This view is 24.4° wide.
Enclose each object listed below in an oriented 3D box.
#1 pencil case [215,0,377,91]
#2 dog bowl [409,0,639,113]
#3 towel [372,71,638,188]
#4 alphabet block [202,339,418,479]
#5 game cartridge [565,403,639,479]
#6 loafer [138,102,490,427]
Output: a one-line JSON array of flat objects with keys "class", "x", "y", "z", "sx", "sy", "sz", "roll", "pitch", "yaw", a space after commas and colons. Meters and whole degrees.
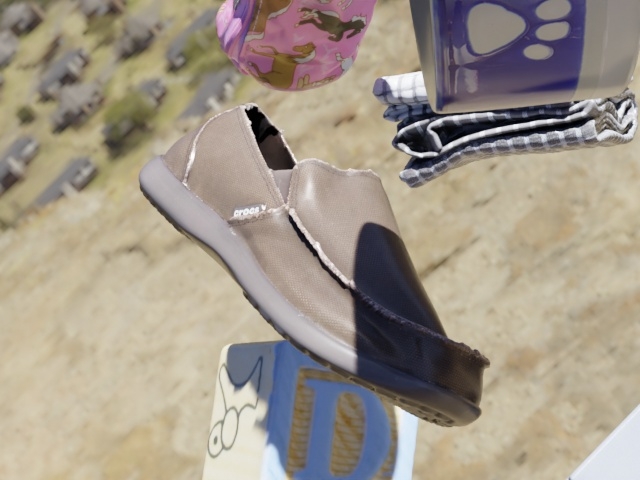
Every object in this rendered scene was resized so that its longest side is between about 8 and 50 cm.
[{"class": "pencil case", "x": -0.004, "y": -0.304, "z": 1.412, "sx": 0.386, "sy": 0.167, "sz": 0.160, "roll": 106, "pitch": 171, "yaw": -58}, {"class": "dog bowl", "x": 0.095, "y": -0.203, "z": 0.794, "sx": 0.104, "sy": 0.265, "sz": 0.265, "roll": -7, "pitch": 28, "yaw": 1}, {"class": "towel", "x": 0.216, "y": -0.139, "z": 1.636, "sx": 0.235, "sy": 0.121, "sz": 0.283, "roll": -5, "pitch": 7, "yaw": 23}, {"class": "alphabet block", "x": -0.012, "y": 0.224, "z": 1.770, "sx": 0.197, "sy": 0.193, "sz": 0.192, "roll": -11, "pitch": 67, "yaw": 65}, {"class": "game cartridge", "x": 0.346, "y": 0.234, "z": 1.118, "sx": 0.198, "sy": 0.297, "sz": 0.062, "roll": -45, "pitch": -16, "yaw": 0}, {"class": "loafer", "x": 0.000, "y": 0.000, "z": 1.100, "sx": 0.366, "sy": 0.134, "sz": 0.130, "roll": 40, "pitch": 94, "yaw": 36}]
